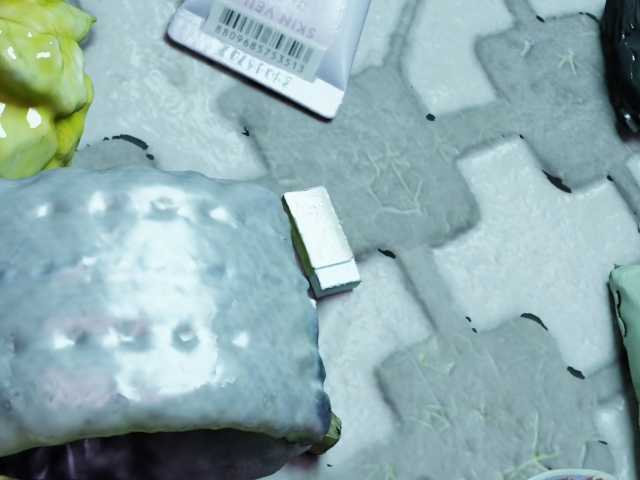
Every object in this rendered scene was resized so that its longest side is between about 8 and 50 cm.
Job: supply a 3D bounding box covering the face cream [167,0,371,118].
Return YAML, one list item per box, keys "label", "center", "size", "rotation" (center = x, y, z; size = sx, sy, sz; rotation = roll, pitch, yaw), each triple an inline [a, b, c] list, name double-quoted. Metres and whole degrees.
- label: "face cream"
  center: [-0.007, -0.248, 0.920]
  size: [0.154, 0.096, 0.274]
  rotation: [26, 72, -10]

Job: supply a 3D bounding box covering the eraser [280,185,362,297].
- label: "eraser"
  center: [0.000, 0.000, 0.829]
  size: [0.038, 0.019, 0.083]
  rotation: [-12, 70, -27]

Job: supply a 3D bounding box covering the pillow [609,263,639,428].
- label: "pillow"
  center: [0.367, 0.123, 0.776]
  size: [0.119, 0.310, 0.312]
  rotation: [42, 40, -50]

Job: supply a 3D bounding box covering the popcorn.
- label: "popcorn"
  center: [-0.258, -0.114, 0.676]
  size: [0.249, 0.249, 0.225]
  rotation: [34, 45, -1]

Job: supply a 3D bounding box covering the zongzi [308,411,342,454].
- label: "zongzi"
  center: [-0.019, 0.104, 0.766]
  size: [0.076, 0.040, 0.083]
  rotation: [26, 41, -15]

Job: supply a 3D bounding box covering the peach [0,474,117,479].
- label: "peach"
  center: [-0.121, 0.284, 0.462]
  size: [0.416, 0.353, 0.339]
  rotation: [-21, 40, -15]

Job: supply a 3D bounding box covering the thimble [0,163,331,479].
- label: "thimble"
  center: [-0.125, 0.064, 0.632]
  size: [0.245, 0.217, 0.157]
  rotation: [-7, 66, -7]

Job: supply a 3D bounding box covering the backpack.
- label: "backpack"
  center: [0.322, -0.184, 0.990]
  size: [0.120, 0.106, 0.165]
  rotation: [-2, 68, -18]

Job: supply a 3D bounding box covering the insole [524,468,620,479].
- label: "insole"
  center: [0.149, 0.205, 0.792]
  size: [0.197, 0.004, 0.065]
  rotation: [-6, 67, -23]
